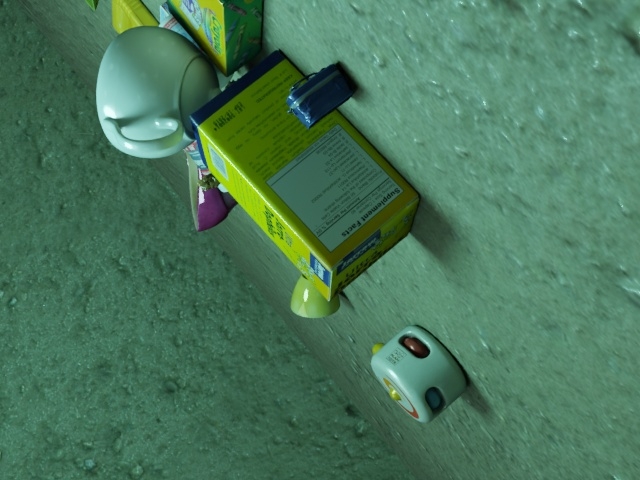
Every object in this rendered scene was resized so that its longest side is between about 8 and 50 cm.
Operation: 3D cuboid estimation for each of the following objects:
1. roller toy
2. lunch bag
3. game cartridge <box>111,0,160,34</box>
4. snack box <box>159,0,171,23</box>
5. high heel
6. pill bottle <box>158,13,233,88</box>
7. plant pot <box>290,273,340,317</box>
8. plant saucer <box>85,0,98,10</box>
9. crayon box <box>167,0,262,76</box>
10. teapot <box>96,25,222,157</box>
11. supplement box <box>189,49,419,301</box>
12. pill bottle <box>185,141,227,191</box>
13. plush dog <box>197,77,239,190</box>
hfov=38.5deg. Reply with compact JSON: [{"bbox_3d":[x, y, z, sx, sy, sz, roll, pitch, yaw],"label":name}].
[{"bbox_3d":[0.209,0.296,2.020,0.209,0.146,0.191,50,168,4],"label":"roller toy"},{"bbox_3d":[-0.007,-0.217,1.372,0.065,0.098,0.067,54,173,-2],"label":"lunch bag"},{"bbox_3d":[-0.393,-0.444,2.221,0.324,0.052,0.285,50,168,-4],"label":"game cartridge"},{"bbox_3d":[-0.319,-0.456,1.981,0.064,0.022,0.178,51,168,0],"label":"snack box"},{"bbox_3d":[-0.371,-0.212,2.522,0.377,0.181,0.127,52,168,-8],"label":"high heel"},{"bbox_3d":[-0.245,-0.371,1.809,0.160,0.087,0.087,47,168,12],"label":"pill bottle"},{"bbox_3d":[-0.015,0.132,2.444,0.134,0.134,0.095,35,134,51],"label":"plant pot"},{"bbox_3d":[-0.616,-0.692,2.300,0.188,0.045,0.188,50,168,-1],"label":"plant saucer"},{"bbox_3d":[-0.176,-0.398,1.484,0.165,0.081,0.278,49,168,7],"label":"crayon box"},{"bbox_3d":[-0.265,-0.257,1.626,0.187,0.256,0.252,9,175,19],"label":"teapot"},{"bbox_3d":[-0.029,-0.106,1.555,0.356,0.194,0.195,48,168,14],"label":"supplement box"},{"bbox_3d":[-0.265,-0.215,2.309,0.180,0.108,0.108,57,167,-28],"label":"pill bottle"},{"bbox_3d":[-0.149,-0.169,1.828,0.262,0.210,0.225,51,180,-8],"label":"plush dog"}]
